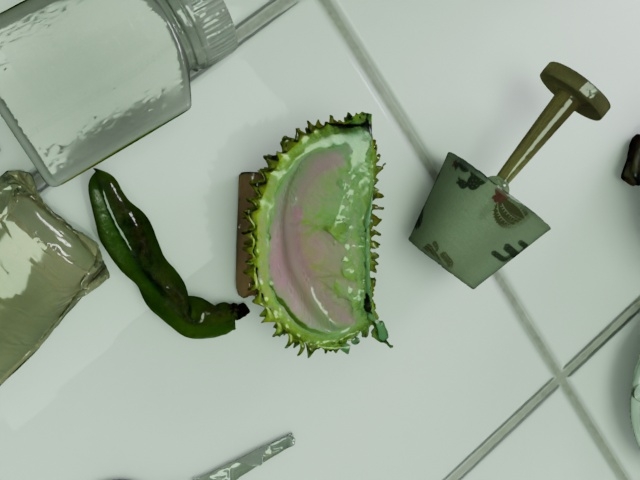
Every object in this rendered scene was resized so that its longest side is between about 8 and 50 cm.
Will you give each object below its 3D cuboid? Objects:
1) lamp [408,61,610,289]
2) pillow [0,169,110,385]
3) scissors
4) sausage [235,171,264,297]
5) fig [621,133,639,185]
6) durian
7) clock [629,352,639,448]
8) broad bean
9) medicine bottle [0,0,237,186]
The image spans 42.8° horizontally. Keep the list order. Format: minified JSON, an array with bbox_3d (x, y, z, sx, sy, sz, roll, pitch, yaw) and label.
[{"bbox_3d":[0.179,-0.060,0.770,0.121,0.121,0.215,37,96,-21],"label":"lamp"},{"bbox_3d":[-0.270,0.052,0.651,0.208,0.053,0.119,-49,115,-9],"label":"pillow"},{"bbox_3d":[-0.115,0.235,0.756,0.212,0.021,0.110,-26,108,-15],"label":"scissors"},{"bbox_3d":[-0.063,-0.005,0.739,0.026,0.026,0.116,0,98,-21],"label":"sausage"},{"bbox_3d":[0.451,-0.066,0.832,0.235,0.235,0.214,-19,67,-18],"label":"fig"},{"bbox_3d":[-0.006,-0.001,0.726,0.137,0.095,0.221,-8,104,-9],"label":"durian"},{"bbox_3d":[0.443,0.163,0.943,0.236,0.053,0.237,-3,98,-18],"label":"clock"},{"bbox_3d":[-0.140,0.025,0.702,0.195,0.046,0.061,46,60,-28],"label":"broad bean"},{"bbox_3d":[-0.167,-0.144,0.645,0.188,0.088,0.132,-33,108,-14],"label":"medicine bottle"}]
